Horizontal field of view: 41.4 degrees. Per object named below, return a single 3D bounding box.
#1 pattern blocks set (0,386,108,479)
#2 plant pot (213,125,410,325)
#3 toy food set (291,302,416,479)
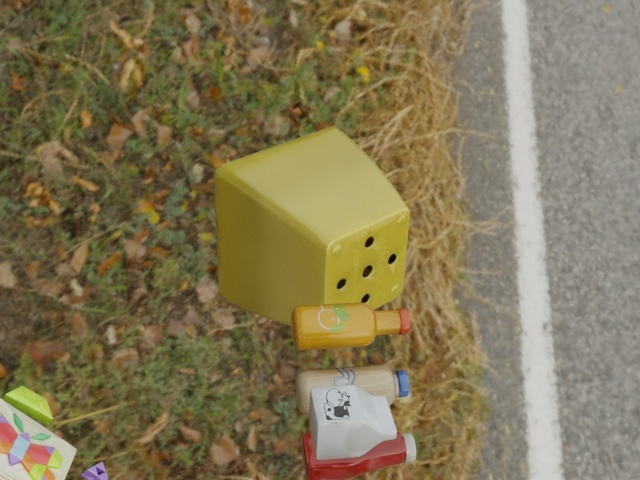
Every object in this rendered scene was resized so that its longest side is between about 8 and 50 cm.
[{"bbox_3d":[-0.461,0.320,1.285,0.325,0.026,0.285,34,18,-29],"label":"pattern blocks set"},{"bbox_3d":[0.000,0.000,1.132,0.212,0.187,0.212,-23,131,-33],"label":"plant pot"},{"bbox_3d":[0.041,0.154,0.695,0.104,0.111,0.232,-3,33,-8],"label":"toy food set"}]
